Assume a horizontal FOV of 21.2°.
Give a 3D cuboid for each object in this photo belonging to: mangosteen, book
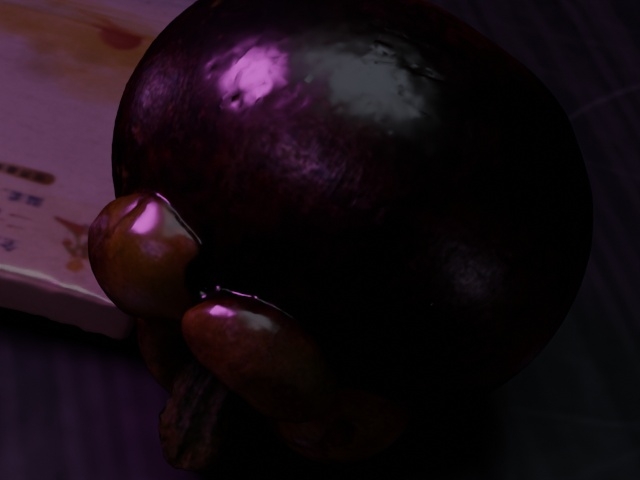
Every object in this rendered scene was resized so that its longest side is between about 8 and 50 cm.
[{"bbox_3d":[0.000,0.000,0.447,0.140,0.140,0.140,6,39,-5],"label":"mangosteen"},{"bbox_3d":[-0.119,-0.083,0.581,0.201,0.026,0.289,14,38,2],"label":"book"}]
